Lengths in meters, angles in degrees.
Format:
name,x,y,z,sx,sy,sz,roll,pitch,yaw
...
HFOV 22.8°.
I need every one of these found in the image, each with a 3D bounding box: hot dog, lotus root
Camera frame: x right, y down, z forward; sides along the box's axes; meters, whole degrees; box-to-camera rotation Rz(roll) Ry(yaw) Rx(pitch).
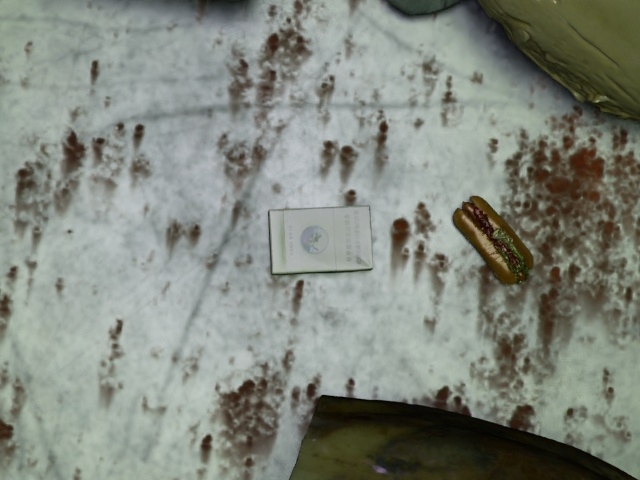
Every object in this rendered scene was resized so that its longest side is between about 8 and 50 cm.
name,x,y,z,sx,sy,sz,roll,pitch,yaw
hot dog,0.142,0.001,1.292,0.037,0.021,0.083,-42,87,-4
lotus root,0.121,0.252,1.163,0.346,0.250,0.250,12,85,5

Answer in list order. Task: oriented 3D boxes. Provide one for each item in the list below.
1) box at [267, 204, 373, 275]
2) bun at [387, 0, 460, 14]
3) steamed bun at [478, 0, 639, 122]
name,x,y,z,sx,sy,sz,roll,pitch,yaw
box,0.000,0.000,1.286,0.083,0.024,0.054,-3,87,-3
bun,0.086,-0.223,1.296,0.083,0.045,0.083,0,90,-4
steamed bun,0.259,-0.219,1.233,0.273,0.166,0.232,37,84,-8
